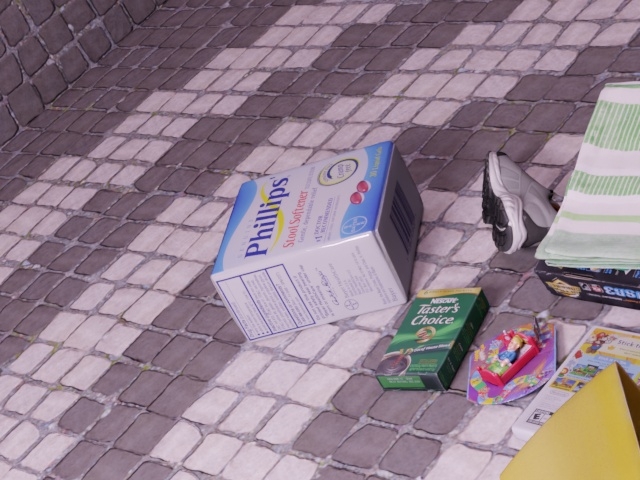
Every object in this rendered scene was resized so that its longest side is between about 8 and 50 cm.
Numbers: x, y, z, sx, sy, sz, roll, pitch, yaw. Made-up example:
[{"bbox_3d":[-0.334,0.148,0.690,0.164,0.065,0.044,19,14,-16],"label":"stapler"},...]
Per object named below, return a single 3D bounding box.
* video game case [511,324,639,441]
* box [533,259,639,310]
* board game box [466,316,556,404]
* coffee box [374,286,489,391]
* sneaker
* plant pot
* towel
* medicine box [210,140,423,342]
[{"bbox_3d":[0.390,0.201,1.945,0.227,0.026,0.206,9,47,48],"label":"video game case"},{"bbox_3d":[0.488,-0.038,2.124,0.293,0.073,0.296,8,58,47],"label":"box"},{"bbox_3d":[0.258,0.158,2.093,0.133,0.033,0.169,-20,27,21],"label":"board game box"},{"bbox_3d":[0.163,0.143,2.202,0.113,0.040,0.184,-3,39,37],"label":"coffee box"},{"bbox_3d":[0.311,-0.059,2.355,0.108,0.100,0.271,-3,28,-4],"label":"sneaker"},{"bbox_3d":[0.319,0.304,1.684,0.187,0.212,0.212,-32,28,19],"label":"plant pot"},{"bbox_3d":[0.456,-0.100,2.127,0.247,0.038,0.325,0,54,41],"label":"towel"},{"bbox_3d":[0.000,0.000,2.447,0.289,0.149,0.263,-15,33,20],"label":"medicine box"}]
